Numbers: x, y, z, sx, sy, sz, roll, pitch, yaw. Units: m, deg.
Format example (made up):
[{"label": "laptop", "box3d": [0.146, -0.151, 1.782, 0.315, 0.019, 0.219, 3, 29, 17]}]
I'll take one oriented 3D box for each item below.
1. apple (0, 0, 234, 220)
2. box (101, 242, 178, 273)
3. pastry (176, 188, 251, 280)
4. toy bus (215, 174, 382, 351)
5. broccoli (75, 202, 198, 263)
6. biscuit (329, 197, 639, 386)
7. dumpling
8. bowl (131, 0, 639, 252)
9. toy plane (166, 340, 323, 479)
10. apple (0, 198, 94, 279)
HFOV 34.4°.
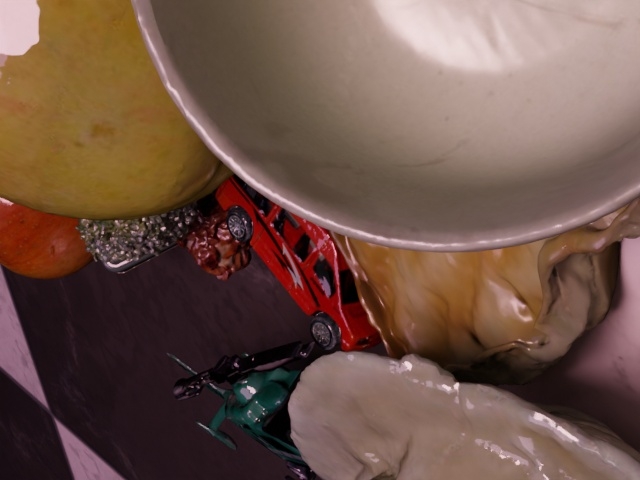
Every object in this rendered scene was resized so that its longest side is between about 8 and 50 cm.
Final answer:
[{"label": "apple", "box3d": [-0.138, -0.183, 0.689, 0.305, 0.338, 0.338, 45, 145, 17]}, {"label": "box", "box3d": [-0.187, -0.026, 1.088, 0.091, 0.126, 0.031, 64, -174, -3]}, {"label": "pastry", "box3d": [-0.134, -0.058, 0.991, 0.208, 0.115, 0.097, 45, 107, 26]}, {"label": "toy bus", "box3d": [0.000, 0.000, 0.882, 0.195, 0.081, 0.089, 51, 138, 17]}, {"label": "broccoli", "box3d": [-0.196, -0.069, 0.877, 0.204, 0.118, 0.122, 37, 163, 10]}, {"label": "biscuit", "box3d": [0.119, -0.023, 0.700, 0.335, 0.078, 0.329, 1, 113, 54]}, {"label": "dumpling", "box3d": [0.111, 0.205, 0.707, 0.321, 0.270, 0.211, -27, 48, 30]}, {"label": "bowl", "box3d": [0.072, -0.152, 0.508, 0.307, 0.163, 0.307, 2, 97, 18]}, {"label": "toy plane", "box3d": [-0.051, 0.160, 1.014, 0.155, 0.106, 0.382, 40, 164, -13]}, {"label": "apple", "box3d": [-0.321, -0.078, 1.170, 0.235, 0.173, 0.210, 54, -167, -10]}]
